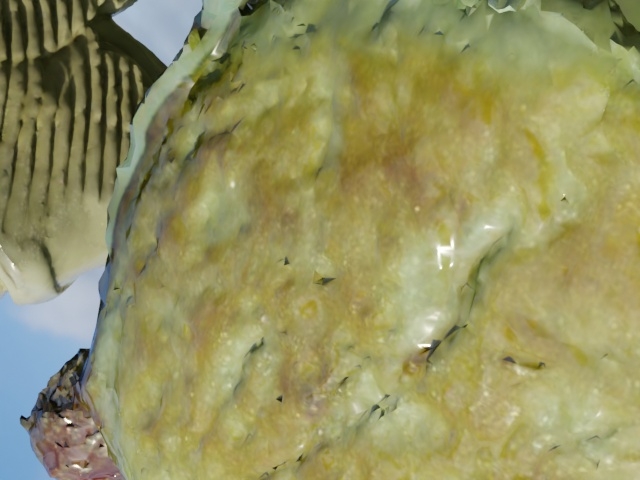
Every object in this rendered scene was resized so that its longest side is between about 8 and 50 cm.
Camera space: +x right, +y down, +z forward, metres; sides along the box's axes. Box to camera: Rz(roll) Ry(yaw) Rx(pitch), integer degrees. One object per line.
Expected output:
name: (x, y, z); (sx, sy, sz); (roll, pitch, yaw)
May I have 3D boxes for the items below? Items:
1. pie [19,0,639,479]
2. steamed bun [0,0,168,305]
pie: (0.071, 0.071, 0.819); (0.180, 0.395, 0.418); (-6, -142, -48)
steamed bun: (-0.277, -0.091, 1.499); (0.324, 0.219, 0.309); (-23, -94, -51)
